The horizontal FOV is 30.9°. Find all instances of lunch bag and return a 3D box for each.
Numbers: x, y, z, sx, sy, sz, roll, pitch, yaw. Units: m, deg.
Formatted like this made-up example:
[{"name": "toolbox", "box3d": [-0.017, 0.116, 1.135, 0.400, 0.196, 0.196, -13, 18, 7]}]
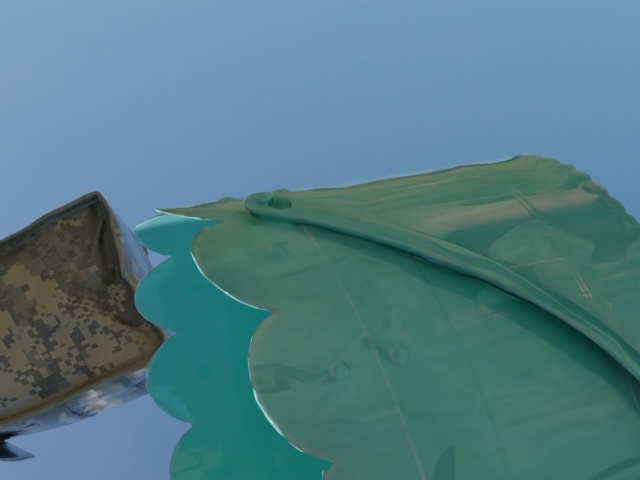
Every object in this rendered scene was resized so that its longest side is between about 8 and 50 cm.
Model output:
[{"name": "lunch bag", "box3d": [-0.270, 0.100, 0.985, 0.287, 0.169, 0.235, -24, 171, -5]}]

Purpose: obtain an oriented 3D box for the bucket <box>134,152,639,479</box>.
[{"name": "bucket", "box3d": [0.041, 0.096, 0.523, 0.183, 0.281, 0.281, -16, -153, -17]}]
